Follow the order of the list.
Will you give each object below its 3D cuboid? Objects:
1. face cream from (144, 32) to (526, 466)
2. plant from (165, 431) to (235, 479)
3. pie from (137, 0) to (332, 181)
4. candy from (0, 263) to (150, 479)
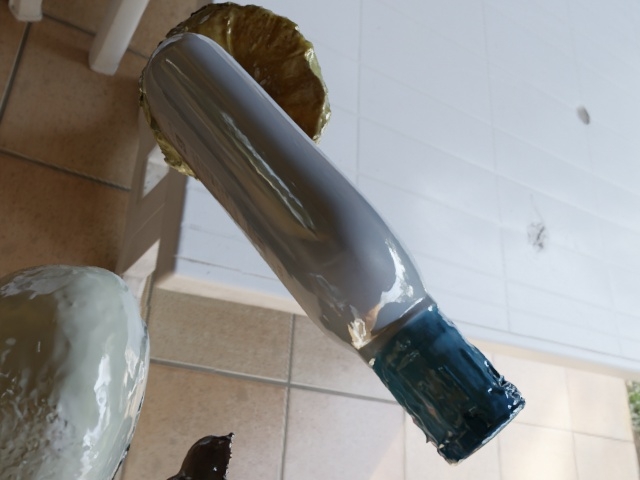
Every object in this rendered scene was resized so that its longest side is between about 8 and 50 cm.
[{"bbox_3d":[0.000,0.000,0.417,0.080,0.163,0.337,-39,67,-6],"label":"face cream"},{"bbox_3d":[-0.150,0.336,0.565,0.234,0.178,0.204,-51,131,-76],"label":"plant"},{"bbox_3d":[-0.136,-0.245,0.995,0.339,0.083,0.340,3,75,-11],"label":"pie"},{"bbox_3d":[-0.278,0.153,0.540,0.185,0.295,0.296,23,60,-32],"label":"candy"}]
